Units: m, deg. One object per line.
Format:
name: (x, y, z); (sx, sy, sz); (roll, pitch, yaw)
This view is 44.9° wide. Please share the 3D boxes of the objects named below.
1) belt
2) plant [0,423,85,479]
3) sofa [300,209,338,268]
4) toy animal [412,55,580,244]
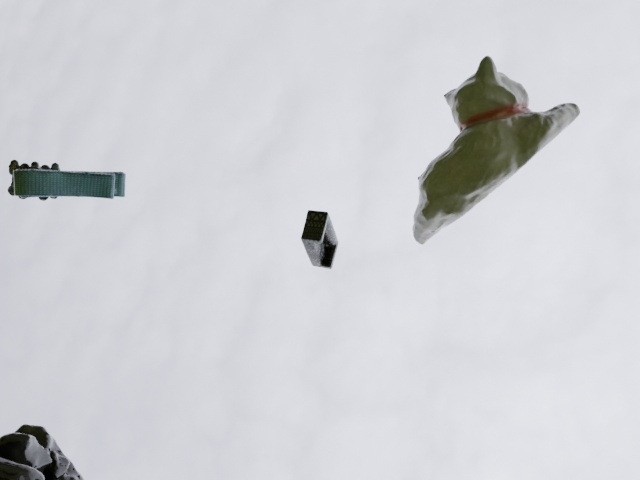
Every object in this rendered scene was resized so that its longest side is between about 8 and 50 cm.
belt: (-0.416, -0.094, 1.281); (0.100, 0.179, 0.065); (15, -79, 60)
plant: (-0.334, 0.310, 0.844); (0.199, 0.188, 0.276); (51, -33, 0)
sofa: (0.000, 0.000, 1.358); (0.039, 0.118, 0.060); (9, -115, 16)
toy animal: (0.244, -0.151, 1.342); (0.188, 0.266, 0.308); (45, -37, -7)
